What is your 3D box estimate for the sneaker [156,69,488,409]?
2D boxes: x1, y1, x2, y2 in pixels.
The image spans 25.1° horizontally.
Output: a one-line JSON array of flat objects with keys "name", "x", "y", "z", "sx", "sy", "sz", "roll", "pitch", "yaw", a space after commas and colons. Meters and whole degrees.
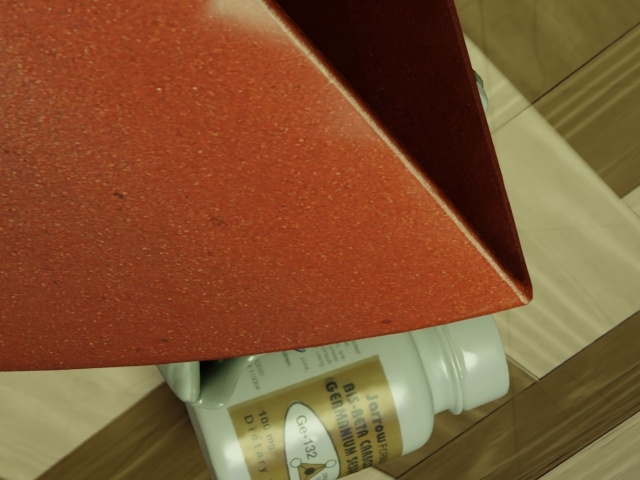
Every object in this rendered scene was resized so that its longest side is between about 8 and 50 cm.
[{"name": "sneaker", "x": 0.000, "y": 0.000, "z": 0.944, "sx": 0.297, "sy": 0.129, "sz": 0.111, "roll": -42, "pitch": 138, "yaw": 18}]

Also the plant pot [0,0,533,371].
[{"name": "plant pot", "x": -0.105, "y": -0.096, "z": 0.502, "sx": 0.235, "sy": 0.267, "sz": 0.267, "roll": -23, "pitch": 146, "yaw": 18}]

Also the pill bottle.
[{"name": "pill bottle", "x": 0.017, "y": 0.107, "z": 1.078, "sx": 0.229, "sy": 0.131, "sz": 0.131, "roll": -19, "pitch": 142, "yaw": -9}]
